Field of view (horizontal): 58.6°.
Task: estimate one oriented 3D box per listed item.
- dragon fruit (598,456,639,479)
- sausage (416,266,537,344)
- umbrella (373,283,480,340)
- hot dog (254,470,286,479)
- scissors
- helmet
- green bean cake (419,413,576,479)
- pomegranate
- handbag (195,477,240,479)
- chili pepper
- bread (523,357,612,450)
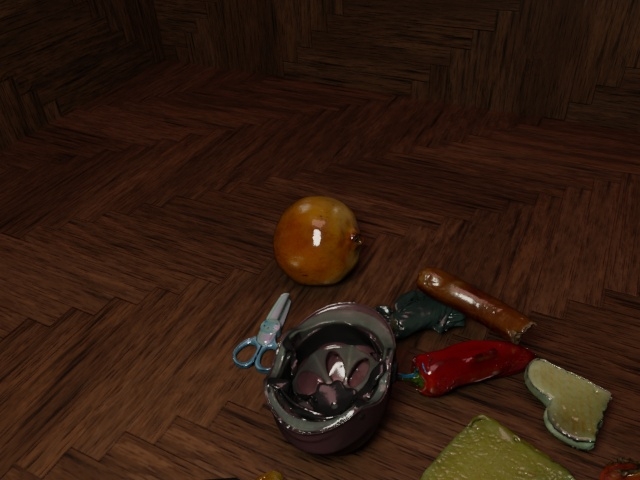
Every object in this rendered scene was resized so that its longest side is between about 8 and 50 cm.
[{"bbox_3d":[0.588,0.513,0.938,0.250,0.250,0.315,-25,29,-25],"label":"dragon fruit"},{"bbox_3d":[0.373,0.153,1.387,0.302,0.076,0.103,30,5,29],"label":"sausage"},{"bbox_3d":[0.254,0.192,1.468,0.349,0.094,0.143,-19,70,-14],"label":"umbrella"},{"bbox_3d":[-0.046,0.551,1.066,0.088,0.061,0.286,-15,39,-32],"label":"hot dog"},{"bbox_3d":[-0.132,0.235,1.494,0.125,0.030,0.256,9,42,16],"label":"scissors"},{"bbox_3d":[0.033,0.317,1.243,0.271,0.197,0.338,6,39,21],"label":"helmet"},{"bbox_3d":[0.327,0.483,1.069,0.236,0.124,0.233,-32,45,-32],"label":"green bean cake"},{"bbox_3d":[0.000,0.000,1.613,0.265,0.264,0.264,-2,38,2],"label":"pomegranate"},{"bbox_3d":[-0.221,0.566,0.964,0.288,0.152,0.342,-7,51,-33],"label":"handbag"},{"bbox_3d":[0.329,0.294,1.329,0.388,0.110,0.110,-9,38,-13],"label":"chili pepper"},{"bbox_3d":[0.555,0.355,1.263,0.173,0.064,0.232,-9,40,-7],"label":"bread"}]
